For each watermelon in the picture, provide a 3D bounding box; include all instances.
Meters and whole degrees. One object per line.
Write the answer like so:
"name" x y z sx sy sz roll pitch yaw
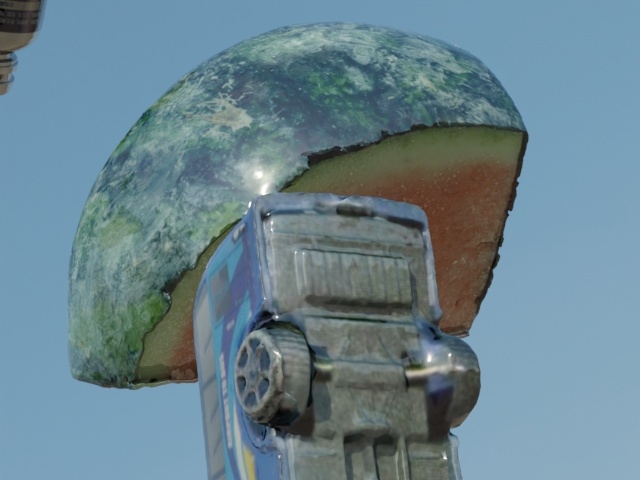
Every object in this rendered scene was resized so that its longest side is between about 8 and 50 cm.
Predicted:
"watermelon" 0.000 0.000 0.971 0.318 0.148 0.226 -43 -62 -15

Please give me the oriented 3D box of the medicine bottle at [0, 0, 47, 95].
"medicine bottle" -0.260 -0.214 1.253 0.107 0.107 0.192 5 -70 -31

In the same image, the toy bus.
"toy bus" 0.004 0.069 0.339 0.051 0.153 0.061 4 -24 -27
